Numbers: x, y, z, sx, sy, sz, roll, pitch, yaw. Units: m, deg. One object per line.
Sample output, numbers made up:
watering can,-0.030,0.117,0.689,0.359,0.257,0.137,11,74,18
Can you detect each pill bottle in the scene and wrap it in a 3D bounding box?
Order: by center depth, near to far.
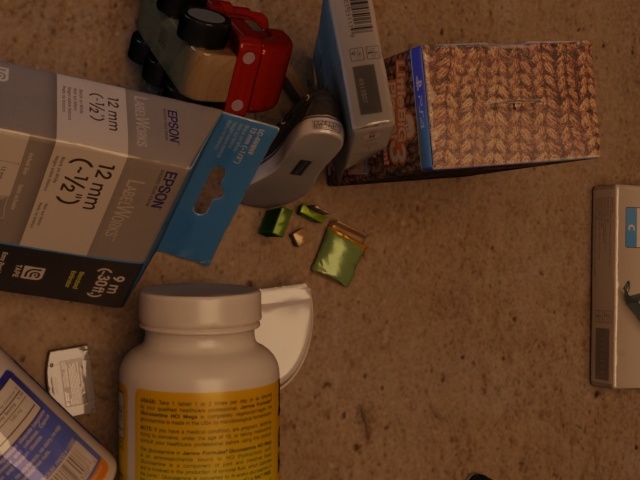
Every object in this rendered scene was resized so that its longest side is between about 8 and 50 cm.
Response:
pill bottle,-0.369,0.210,1.286,0.272,0.152,0.152,47,72,-15
pill bottle,-0.140,0.222,1.353,0.188,0.188,0.334,-1,95,-24

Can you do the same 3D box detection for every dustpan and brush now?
dustpan and brush,-0.073,0.169,1.476,0.147,0.060,0.211,-7,85,-12

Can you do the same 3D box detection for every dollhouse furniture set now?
dollhouse furniture set,0.000,0.000,1.503,0.151,0.058,0.076,26,79,-21

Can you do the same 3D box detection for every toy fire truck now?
toy fire truck,-0.088,-0.214,1.398,0.246,0.217,0.158,1,121,-28

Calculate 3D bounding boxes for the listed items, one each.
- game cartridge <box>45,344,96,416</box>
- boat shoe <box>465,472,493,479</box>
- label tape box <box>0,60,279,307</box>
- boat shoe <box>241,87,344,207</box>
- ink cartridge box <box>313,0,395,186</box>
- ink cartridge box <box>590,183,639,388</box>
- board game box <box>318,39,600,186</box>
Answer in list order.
game cartridge,-0.300,0.170,1.391,0.056,0.017,0.083,-7,92,-27
boat shoe,0.202,0.384,1.594,0.049,0.042,0.133,30,79,-22
label tape box,-0.244,-0.045,1.291,0.347,0.249,0.115,12,45,-22
boat shoe,-0.039,-0.112,1.410,0.080,0.228,0.076,8,65,-20
ink cartridge box,0.037,-0.187,1.406,0.066,0.232,0.189,-10,77,-2
ink cartridge box,0.526,0.069,1.730,0.261,0.066,0.296,2,88,-23
board game box,0.164,-0.153,1.453,0.232,0.291,0.141,-5,91,-23
